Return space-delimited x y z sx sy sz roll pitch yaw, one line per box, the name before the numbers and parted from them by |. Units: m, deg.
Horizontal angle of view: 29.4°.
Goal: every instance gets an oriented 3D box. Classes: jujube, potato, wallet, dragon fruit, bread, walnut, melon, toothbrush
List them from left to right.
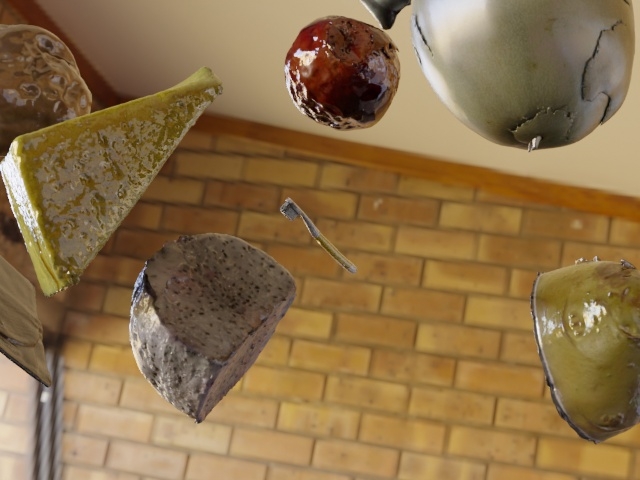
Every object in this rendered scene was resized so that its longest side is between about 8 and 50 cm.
wallet | -0.546 0.088 2.015 0.247 0.041 0.323 48 5 -34
walnut | -0.524 -0.252 2.078 0.273 0.227 0.273 5 4 0
bread | -0.284 -0.095 1.863 0.362 0.245 0.233 -22 1 -20
dragon fruit | -0.198 0.133 1.923 0.204 0.283 0.221 35 -49 9
toothbrush | 0.000 0.000 1.951 0.021 0.024 0.288 42 -2 32
jujube | 0.035 -0.260 1.935 0.183 0.183 0.243 10 -16 2
melon | 0.242 -0.257 1.465 0.268 0.330 0.268 -6 -22 -2
potato | 0.476 0.174 1.935 0.196 0.299 0.246 -16 15 32

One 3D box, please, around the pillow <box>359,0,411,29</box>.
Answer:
pillow | 0.084 -0.413 1.988 0.136 0.055 0.091 44 -14 2
